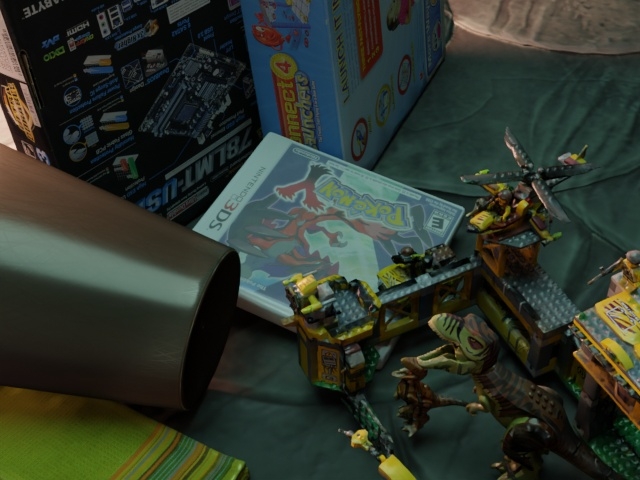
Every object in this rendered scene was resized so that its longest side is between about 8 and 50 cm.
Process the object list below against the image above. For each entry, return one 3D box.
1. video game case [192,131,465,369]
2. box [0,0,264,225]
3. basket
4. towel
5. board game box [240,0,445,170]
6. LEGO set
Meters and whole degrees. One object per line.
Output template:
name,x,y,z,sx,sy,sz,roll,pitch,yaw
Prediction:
video game case,0.000,0.000,0.855,0.201,0.023,0.183,23,53,14
box,-0.145,-0.156,0.900,0.073,0.293,0.295,27,51,34
basket,-0.188,0.036,0.759,0.227,0.154,0.204,15,61,8
towel,-0.175,0.158,0.736,0.237,0.021,0.102,19,45,29
board game box,0.033,-0.249,0.974,0.086,0.308,0.302,11,42,22
LEGO set,0.123,0.068,0.644,0.255,0.192,0.331,-14,46,-12
